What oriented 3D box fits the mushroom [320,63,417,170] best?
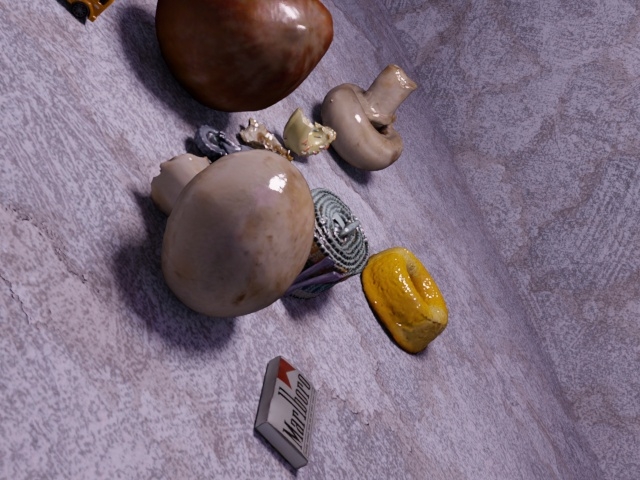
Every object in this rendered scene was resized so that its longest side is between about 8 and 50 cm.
[{"bbox_3d":[0.159,-0.359,2.445,0.292,0.290,0.293,42,25,-25],"label":"mushroom"}]

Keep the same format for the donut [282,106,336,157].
[{"bbox_3d":[-0.036,-0.260,2.135,0.065,0.108,0.166,45,12,29],"label":"donut"}]

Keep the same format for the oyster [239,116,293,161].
[{"bbox_3d":[-0.126,-0.221,1.973,0.148,0.051,0.103,33,32,-18],"label":"oyster"}]

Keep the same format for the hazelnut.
[{"bbox_3d":[-0.161,-0.433,1.792,0.366,0.365,0.366,46,25,-28],"label":"hazelnut"}]

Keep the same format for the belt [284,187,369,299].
[{"bbox_3d":[0.000,0.000,1.801,0.207,0.160,0.295,59,21,3],"label":"belt"}]

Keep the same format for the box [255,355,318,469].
[{"bbox_3d":[-0.055,0.294,1.462,0.115,0.035,0.177,48,24,-21],"label":"box"}]

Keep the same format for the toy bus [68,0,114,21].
[{"bbox_3d":[-0.470,-0.504,1.565,0.194,0.088,0.083,42,27,-35],"label":"toy bus"}]

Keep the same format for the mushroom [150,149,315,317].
[{"bbox_3d":[-0.166,-0.023,1.420,0.290,0.298,0.297,26,8,26],"label":"mushroom"}]

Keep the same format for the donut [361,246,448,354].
[{"bbox_3d":[0.225,0.140,2.167,0.303,0.110,0.303,46,24,-27],"label":"donut"}]

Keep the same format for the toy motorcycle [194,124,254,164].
[{"bbox_3d":[-0.161,-0.115,1.692,0.159,0.106,0.271,15,43,-52],"label":"toy motorcycle"}]
